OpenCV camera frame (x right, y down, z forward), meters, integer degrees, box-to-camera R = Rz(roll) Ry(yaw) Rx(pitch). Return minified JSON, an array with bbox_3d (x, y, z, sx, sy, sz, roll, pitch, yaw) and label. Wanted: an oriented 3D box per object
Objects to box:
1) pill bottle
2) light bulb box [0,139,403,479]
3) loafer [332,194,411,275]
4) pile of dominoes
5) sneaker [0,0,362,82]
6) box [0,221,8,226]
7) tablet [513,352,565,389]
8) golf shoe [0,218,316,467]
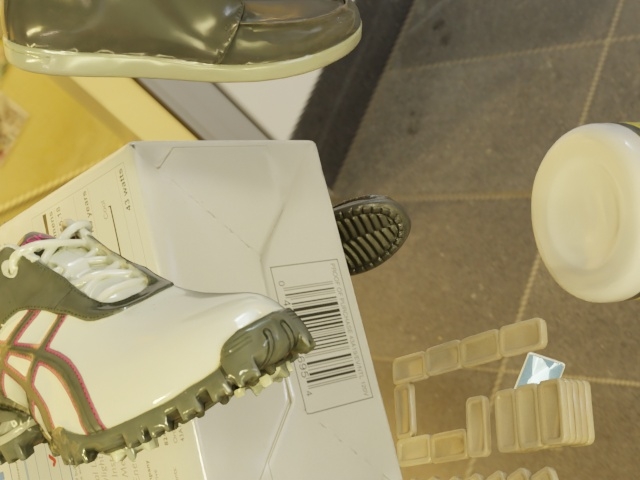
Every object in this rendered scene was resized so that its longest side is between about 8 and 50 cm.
[{"bbox_3d":[0.415,-0.038,1.131,0.188,0.333,0.188,18,110,61],"label":"pill bottle"},{"bbox_3d":[-0.156,0.126,1.010,0.361,0.225,0.358,-23,77,44],"label":"light bulb box"},{"bbox_3d":[0.000,0.000,1.143,0.220,0.080,0.078,-22,23,24],"label":"loafer"},{"bbox_3d":[0.162,0.192,1.014,0.251,0.040,0.196,-26,60,54],"label":"pile of dominoes"},{"bbox_3d":[-0.075,-0.162,0.611,0.222,0.118,0.083,-5,31,-19],"label":"sneaker"},{"bbox_3d":[-0.415,0.053,1.656,0.231,0.183,0.056,7,57,52],"label":"box"},{"bbox_3d":[0.293,0.196,1.402,0.006,0.054,0.083,-86,15,-78],"label":"tablet"},{"bbox_3d":[-0.122,0.047,0.533,0.272,0.120,0.105,-13,7,43],"label":"golf shoe"}]
